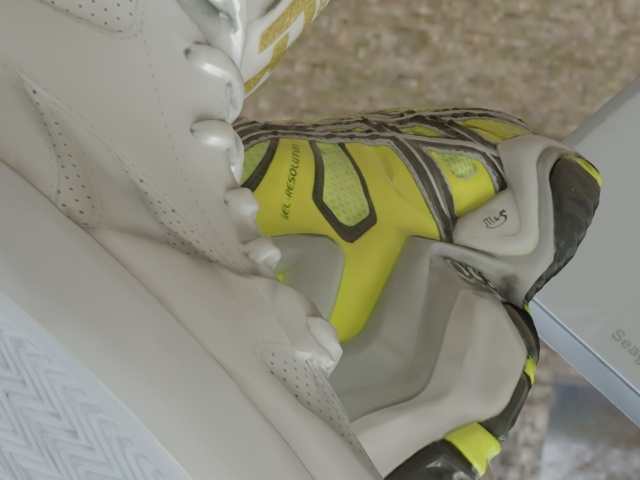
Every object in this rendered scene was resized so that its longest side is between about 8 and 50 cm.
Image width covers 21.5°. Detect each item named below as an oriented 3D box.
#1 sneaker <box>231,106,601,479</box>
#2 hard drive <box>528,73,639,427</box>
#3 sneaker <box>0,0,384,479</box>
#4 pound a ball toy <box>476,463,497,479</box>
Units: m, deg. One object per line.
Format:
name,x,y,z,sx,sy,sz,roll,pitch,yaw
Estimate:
sneaker,0.000,0.000,0.597,0.147,0.145,0.385,37,-165,0
hard drive,0.261,-0.027,1.031,0.203,0.307,0.040,43,160,21
sneaker,-0.033,-0.020,0.399,0.169,0.292,0.108,-36,167,-34
pound a ball toy,0.053,0.206,1.266,0.135,0.208,0.319,-10,134,-15
